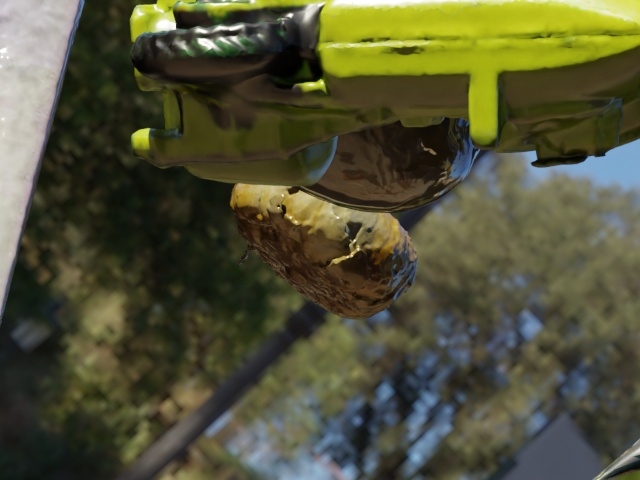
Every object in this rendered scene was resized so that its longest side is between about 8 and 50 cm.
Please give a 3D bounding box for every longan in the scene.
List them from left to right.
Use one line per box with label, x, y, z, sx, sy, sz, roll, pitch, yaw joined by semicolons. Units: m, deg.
longan;0.025;-0.106;1.180;0.167;0.167;0.187;26;-35;58

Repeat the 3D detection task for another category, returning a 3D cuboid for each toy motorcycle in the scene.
toy motorcycle;0.081;-0.100;0.954;0.206;0.342;0.142;12;77;-80

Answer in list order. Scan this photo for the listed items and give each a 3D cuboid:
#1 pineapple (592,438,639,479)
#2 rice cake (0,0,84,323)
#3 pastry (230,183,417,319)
pineapple;0.289;0.063;1.148;0.158;0.334;0.161;29;1;41
rice cake;-0.184;-0.049;1.114;0.064;0.399;0.070;18;-32;-16
pastry;0.003;-0.004;1.469;0.153;0.081;0.153;33;-25;18
